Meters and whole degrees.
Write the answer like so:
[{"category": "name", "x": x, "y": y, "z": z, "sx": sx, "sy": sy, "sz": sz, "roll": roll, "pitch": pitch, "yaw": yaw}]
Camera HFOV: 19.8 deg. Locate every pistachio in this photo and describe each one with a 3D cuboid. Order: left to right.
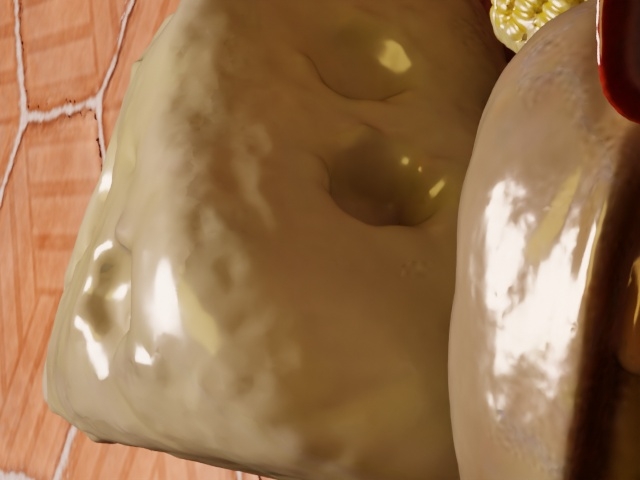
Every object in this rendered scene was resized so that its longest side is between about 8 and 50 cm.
[{"category": "pistachio", "x": 0.105, "y": 0.025, "z": 0.592, "sx": 0.152, "sy": 0.126, "sz": 0.223, "roll": -16, "pitch": -68, "yaw": -80}]

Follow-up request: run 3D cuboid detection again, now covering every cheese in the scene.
[{"category": "cheese", "x": -0.001, "y": 0.000, "z": 0.733, "sx": 0.251, "sy": 0.173, "sz": 0.248, "roll": -71, "pitch": 22, "yaw": 8}]

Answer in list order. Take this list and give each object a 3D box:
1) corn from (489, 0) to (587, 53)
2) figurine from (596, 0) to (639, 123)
[{"category": "corn", "x": 0.115, "y": -0.139, "z": 0.677, "sx": 0.085, "sy": 0.063, "sz": 0.165, "roll": -93, "pitch": 21, "yaw": -74}, {"category": "figurine", "x": 0.207, "y": -0.102, "z": 0.428, "sx": 0.226, "sy": 0.160, "sz": 0.183, "roll": 11, "pitch": 93, "yaw": 53}]
